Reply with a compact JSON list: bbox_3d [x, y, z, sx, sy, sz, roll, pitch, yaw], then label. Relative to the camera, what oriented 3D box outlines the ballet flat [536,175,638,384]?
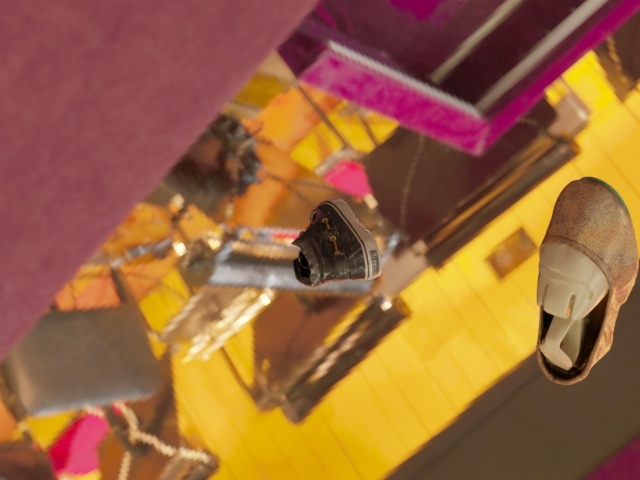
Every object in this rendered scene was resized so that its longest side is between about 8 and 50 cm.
[{"bbox_3d":[0.287,0.063,1.424,0.106,0.107,0.316,-49,149,-25],"label":"ballet flat"}]

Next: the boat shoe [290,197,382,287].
[{"bbox_3d":[0.000,0.000,1.426,0.083,0.183,0.065,-10,109,-14],"label":"boat shoe"}]
